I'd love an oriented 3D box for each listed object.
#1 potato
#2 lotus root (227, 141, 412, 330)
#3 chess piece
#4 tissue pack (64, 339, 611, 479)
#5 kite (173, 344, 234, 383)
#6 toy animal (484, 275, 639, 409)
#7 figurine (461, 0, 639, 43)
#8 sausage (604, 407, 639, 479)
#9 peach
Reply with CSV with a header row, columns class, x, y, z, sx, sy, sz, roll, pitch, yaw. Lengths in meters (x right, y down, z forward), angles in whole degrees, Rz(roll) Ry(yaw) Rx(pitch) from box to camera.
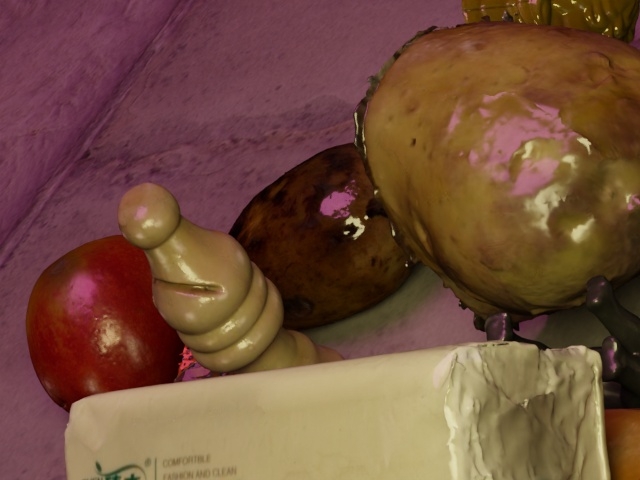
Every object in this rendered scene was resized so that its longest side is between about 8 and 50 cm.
class,x,y,z,sx,sy,sz,roll,pitch,yaw
potato,0.213,-0.060,1.606,0.237,0.301,0.288,-3,50,50
lotus root,0.000,0.000,1.908,0.314,0.141,0.169,-29,31,28
chess piece,-0.078,0.065,1.723,0.124,0.307,0.139,-11,38,38
tissue pack,0.015,0.232,1.385,0.380,0.207,0.297,-12,81,40
kite,-0.098,0.147,1.913,0.125,0.008,0.222,-1,57,25
toy animal,0.237,0.096,1.505,0.245,0.146,0.114,-5,51,47
figurine,0.317,-0.230,1.896,0.315,0.187,0.168,-17,43,20
sausage,0.239,0.187,1.395,0.354,0.116,0.134,0,85,48
peach,-0.211,0.096,2.029,0.190,0.192,0.190,-23,-8,-3
